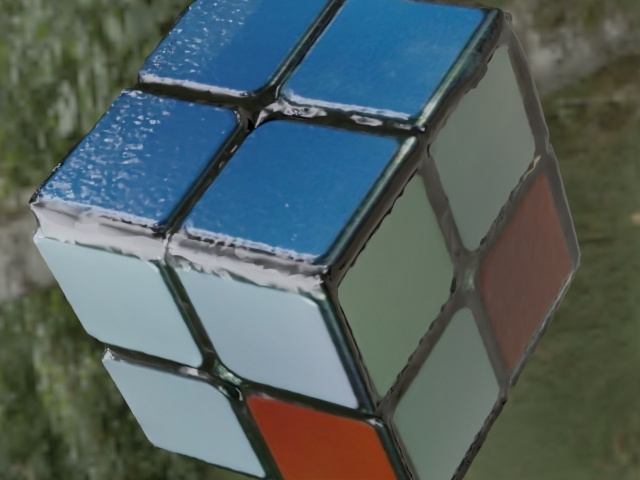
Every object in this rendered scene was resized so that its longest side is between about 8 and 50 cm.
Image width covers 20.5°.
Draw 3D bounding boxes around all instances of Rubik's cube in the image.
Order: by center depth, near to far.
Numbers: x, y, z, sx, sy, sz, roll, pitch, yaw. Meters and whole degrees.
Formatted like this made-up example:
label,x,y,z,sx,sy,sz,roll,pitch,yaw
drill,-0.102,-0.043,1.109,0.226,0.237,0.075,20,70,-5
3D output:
label,x,y,z,sx,sy,sz,roll,pitch,yaw
Rubik's cube,0.001,0.000,0.829,0.167,0.183,0.180,13,141,33
